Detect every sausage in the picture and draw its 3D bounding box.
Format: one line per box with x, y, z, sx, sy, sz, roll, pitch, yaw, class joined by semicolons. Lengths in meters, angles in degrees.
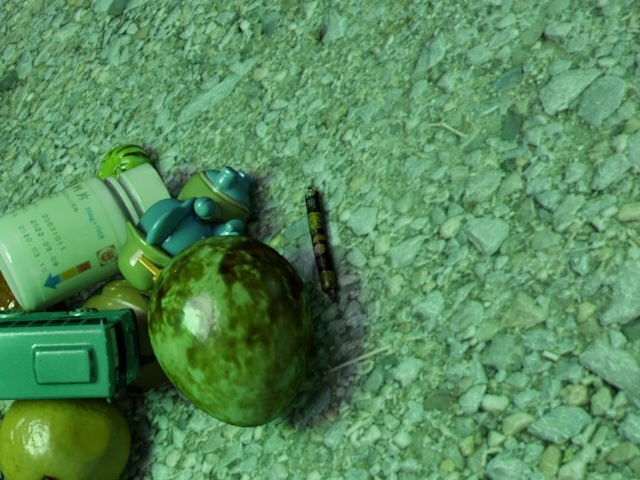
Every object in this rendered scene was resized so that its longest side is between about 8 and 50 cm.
0.000;0.000;1.555;0.028;0.025;0.198;-27;59;30;sausage

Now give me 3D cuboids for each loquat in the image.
-0.411;0.329;1.623;0.208;0.208;0.208;-15;64;33;loquat

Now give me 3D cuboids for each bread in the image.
-0.358;-0.113;1.846;0.130;0.071;0.139;-21;61;35;bread

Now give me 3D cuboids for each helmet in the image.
-0.322;0.148;1.676;0.224;0.130;0.198;10;82;38;helmet

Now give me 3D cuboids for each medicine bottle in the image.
-0.391;-0.011;1.687;0.293;0.170;0.170;-26;48;-20;medicine bottle

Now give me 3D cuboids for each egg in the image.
-0.124;0.129;1.459;0.238;0.238;0.289;-39;57;19;egg

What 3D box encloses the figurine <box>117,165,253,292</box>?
-0.209;-0.025;1.609;0.262;0.154;0.180;-47;15;-10;figurine

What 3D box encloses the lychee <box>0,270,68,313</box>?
-0.573;0.153;1.791;0.255;0.255;0.300;-53;24;8;lychee

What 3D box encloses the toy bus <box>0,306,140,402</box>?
-0.416;0.175;1.545;0.256;0.147;0.128;-2;99;5;toy bus

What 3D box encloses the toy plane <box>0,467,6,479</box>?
-0.513;0.445;1.730;0.060;0.096;0.235;3;92;41;toy plane
